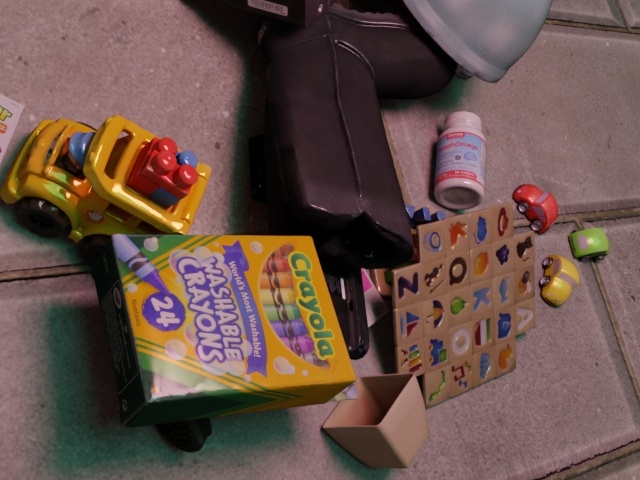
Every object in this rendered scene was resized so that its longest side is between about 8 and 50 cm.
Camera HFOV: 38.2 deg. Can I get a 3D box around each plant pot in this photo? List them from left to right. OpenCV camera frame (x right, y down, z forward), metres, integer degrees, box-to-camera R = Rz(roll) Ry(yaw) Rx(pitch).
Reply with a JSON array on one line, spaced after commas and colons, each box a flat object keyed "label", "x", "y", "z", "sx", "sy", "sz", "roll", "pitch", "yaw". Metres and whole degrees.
[{"label": "plant pot", "x": 0.090, "y": 0.260, "z": 1.297, "sx": 0.109, "sy": 0.109, "sz": 0.096, "roll": -48, "pitch": 114, "yaw": -40}, {"label": "plant pot", "x": 0.276, "y": -0.436, "z": 1.533, "sx": 0.293, "sy": 0.196, "sz": 0.293, "roll": 35, "pitch": 33, "yaw": -27}]

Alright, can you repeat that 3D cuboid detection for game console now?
[{"label": "game console", "x": 0.000, "y": 0.000, "z": 1.335, "sx": 0.213, "sy": 0.044, "sz": 0.361, "roll": 17, "pitch": 49, "yaw": -29}]

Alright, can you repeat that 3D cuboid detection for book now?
[{"label": "book", "x": 0.036, "y": 0.066, "z": 1.386, "sx": 0.096, "sy": 0.035, "sz": 0.144, "roll": -31, "pitch": 91, "yaw": -45}]

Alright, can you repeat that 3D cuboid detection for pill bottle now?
[{"label": "pill bottle", "x": 0.243, "y": -0.140, "z": 1.599, "sx": 0.087, "sy": 0.087, "sz": 0.160, "roll": 24, "pitch": 57, "yaw": -28}]

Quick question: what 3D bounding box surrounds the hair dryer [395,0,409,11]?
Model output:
[{"label": "hair dryer", "x": 0.160, "y": -0.537, "z": 1.718, "sx": 0.224, "sy": 0.080, "sz": 0.293, "roll": -6, "pitch": 75, "yaw": -40}]

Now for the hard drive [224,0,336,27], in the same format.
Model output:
[{"label": "hard drive", "x": -0.041, "y": -0.460, "z": 1.446, "sx": 0.237, "sy": 0.064, "sz": 0.339, "roll": 21, "pitch": 46, "yaw": 20}]

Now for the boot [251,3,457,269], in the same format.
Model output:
[{"label": "boot", "x": 0.082, "y": -0.159, "z": 1.376, "sx": 0.367, "sy": 0.146, "sz": 0.445, "roll": 8, "pitch": 47, "yaw": -22}]

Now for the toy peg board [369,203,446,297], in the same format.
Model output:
[{"label": "toy peg board", "x": 0.158, "y": 0.007, "z": 1.474, "sx": 0.161, "sy": 0.079, "sz": 0.160, "roll": 6, "pitch": 67, "yaw": -36}]

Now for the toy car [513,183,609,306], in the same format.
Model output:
[{"label": "toy car", "x": 0.478, "y": 0.001, "z": 1.739, "sx": 0.225, "sy": 0.053, "sz": 0.239, "roll": 0, "pitch": 71, "yaw": -37}]

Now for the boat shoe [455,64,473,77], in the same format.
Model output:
[{"label": "boat shoe", "x": 0.278, "y": -0.440, "z": 1.761, "sx": 0.095, "sy": 0.084, "sz": 0.258, "roll": -2, "pitch": 72, "yaw": -38}]

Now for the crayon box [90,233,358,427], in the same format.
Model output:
[{"label": "crayon box", "x": -0.092, "y": 0.098, "z": 1.106, "sx": 0.323, "sy": 0.083, "sz": 0.203, "roll": 0, "pitch": 60, "yaw": -35}]

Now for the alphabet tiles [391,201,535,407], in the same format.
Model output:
[{"label": "alphabet tiles", "x": 0.235, "y": 0.097, "z": 1.458, "sx": 0.342, "sy": 0.011, "sz": 0.285, "roll": -14, "pitch": 105, "yaw": -40}]

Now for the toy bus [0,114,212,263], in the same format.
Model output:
[{"label": "toy bus", "x": -0.243, "y": -0.076, "z": 1.116, "sx": 0.220, "sy": 0.211, "sz": 0.149, "roll": 31, "pitch": 56, "yaw": -22}]

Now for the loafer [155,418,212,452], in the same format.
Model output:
[{"label": "loafer", "x": -0.179, "y": 0.152, "z": 1.148, "sx": 0.078, "sy": 0.080, "sz": 0.220, "roll": -14, "pitch": 79, "yaw": -43}]

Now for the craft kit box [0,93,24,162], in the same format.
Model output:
[{"label": "craft kit box", "x": -0.494, "y": -0.105, "z": 1.040, "sx": 0.250, "sy": 0.061, "sz": 0.246, "roll": 27, "pitch": 54, "yaw": -26}]
